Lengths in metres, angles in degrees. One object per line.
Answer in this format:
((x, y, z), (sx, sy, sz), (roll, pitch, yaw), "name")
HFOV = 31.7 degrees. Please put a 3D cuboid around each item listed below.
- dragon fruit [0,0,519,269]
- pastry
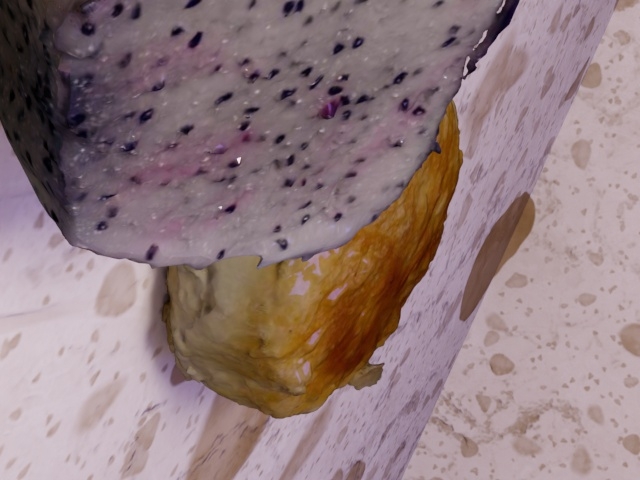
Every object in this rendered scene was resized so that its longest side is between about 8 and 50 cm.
((-0.048, -0.136, 0.490), (0.221, 0.204, 0.283), (-17, 151, -28), "dragon fruit")
((0.000, 0.000, 0.889), (0.329, 0.136, 0.329), (-53, 160, -28), "pastry")
